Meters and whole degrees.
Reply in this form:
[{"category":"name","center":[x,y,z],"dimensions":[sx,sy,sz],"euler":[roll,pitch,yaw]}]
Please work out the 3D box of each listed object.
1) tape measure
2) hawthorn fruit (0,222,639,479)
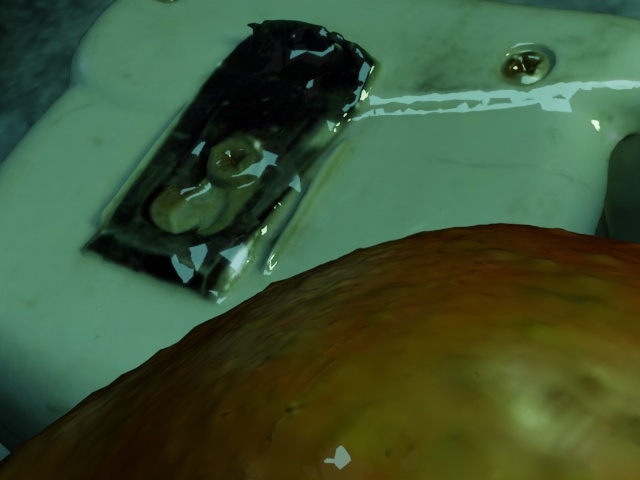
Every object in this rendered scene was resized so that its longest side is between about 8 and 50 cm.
[{"category":"tape measure","center":[0.000,0.000,0.718],"dimensions":[0.258,0.130,0.265],"euler":[15,55,28]},{"category":"hawthorn fruit","center":[0.045,0.124,0.477],"dimensions":[0.275,0.275,0.300],"euler":[17,25,32]}]
